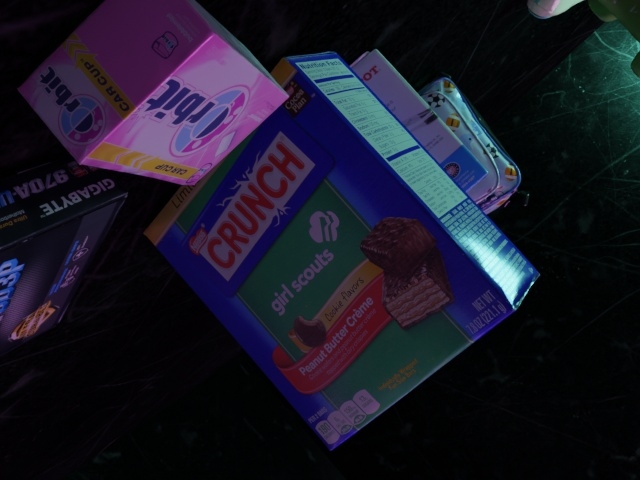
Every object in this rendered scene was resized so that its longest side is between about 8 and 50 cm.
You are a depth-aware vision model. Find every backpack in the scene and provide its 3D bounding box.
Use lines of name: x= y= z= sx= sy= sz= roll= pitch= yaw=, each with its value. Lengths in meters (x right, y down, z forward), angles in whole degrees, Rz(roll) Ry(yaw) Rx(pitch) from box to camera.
backpack: x=0.172 y=-0.112 z=1.142 sx=0.263 sy=0.276 sz=0.213 roll=-36 pitch=170 yaw=18

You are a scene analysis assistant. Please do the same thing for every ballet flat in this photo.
ballet flat: x=0.461 y=-0.467 z=1.195 sx=0.248 sy=0.086 sz=0.086 roll=-36 pitch=172 yaw=-29

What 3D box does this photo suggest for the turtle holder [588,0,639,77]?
turtle holder: x=0.278 y=-0.282 z=0.547 sx=0.227 sy=0.243 sz=0.320 roll=-47 pitch=-177 yaw=34

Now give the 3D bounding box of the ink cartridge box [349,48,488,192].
ink cartridge box: x=0.075 y=-0.103 z=0.825 sx=0.148 sy=0.203 sz=0.086 roll=-40 pitch=175 yaw=-2

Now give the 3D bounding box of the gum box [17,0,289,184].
gum box: x=-0.098 y=-0.100 z=0.466 sx=0.107 sy=0.062 sz=0.188 roll=-42 pitch=173 yaw=9

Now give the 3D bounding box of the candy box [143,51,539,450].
candy box: x=0.011 y=0.010 z=0.708 sx=0.268 sy=0.317 sz=0.122 roll=-46 pitch=170 yaw=29

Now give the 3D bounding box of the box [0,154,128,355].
box: x=-0.258 y=0.037 z=0.510 sx=0.175 sy=0.051 sz=0.220 roll=-34 pitch=171 yaw=-48
